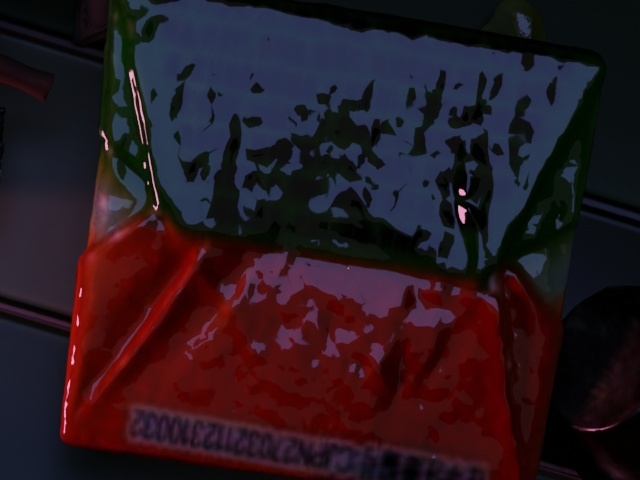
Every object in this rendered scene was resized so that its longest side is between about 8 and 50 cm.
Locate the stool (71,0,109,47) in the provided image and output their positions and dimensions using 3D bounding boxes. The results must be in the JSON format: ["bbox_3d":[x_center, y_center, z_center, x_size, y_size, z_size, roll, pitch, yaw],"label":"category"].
[{"bbox_3d":[-0.202,-0.279,1.424,0.243,0.269,0.170,15,71,-36],"label":"stool"}]

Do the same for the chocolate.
[{"bbox_3d":[0.000,0.000,1.445,0.360,0.161,0.341,9,93,-6],"label":"chocolate"}]

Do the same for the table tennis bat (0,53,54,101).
[{"bbox_3d":[-0.267,-0.118,1.403,0.170,0.119,0.107,21,115,-26],"label":"table tennis bat"}]

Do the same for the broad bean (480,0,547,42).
[{"bbox_3d":[0.159,-0.158,1.606,0.063,0.045,0.083,12,83,-4],"label":"broad bean"}]

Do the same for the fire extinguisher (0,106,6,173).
[{"bbox_3d":[-0.389,-0.072,1.478,0.294,0.093,0.118,5,111,-6],"label":"fire extinguisher"}]

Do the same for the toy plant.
[{"bbox_3d":[0.278,0.144,1.485,0.235,0.175,0.218,34,61,-38],"label":"toy plant"}]
